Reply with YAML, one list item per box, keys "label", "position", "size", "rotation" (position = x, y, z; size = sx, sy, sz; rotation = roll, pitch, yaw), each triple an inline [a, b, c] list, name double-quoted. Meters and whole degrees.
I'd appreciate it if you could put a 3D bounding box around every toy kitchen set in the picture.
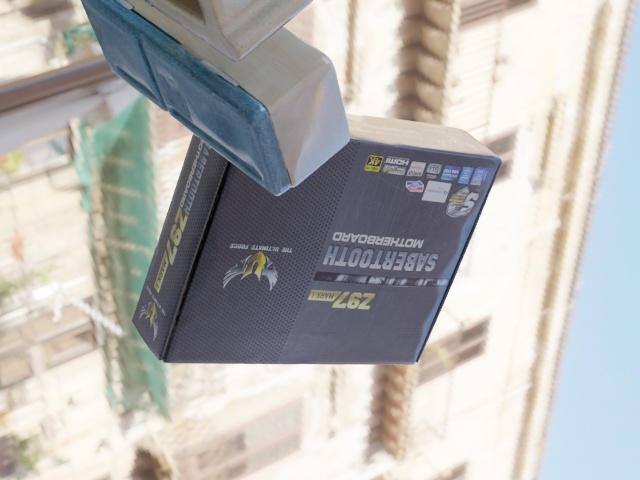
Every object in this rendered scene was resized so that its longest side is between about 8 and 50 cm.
- label: "toy kitchen set"
  position: [-0.102, -0.082, 0.465]
  size: [0.122, 0.166, 0.207]
  rotation: [39, -20, 31]

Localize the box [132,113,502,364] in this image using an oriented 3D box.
- label: "box"
  position: [0.000, 0.000, 0.929]
  size: [0.059, 0.233, 0.183]
  rotation: [47, -57, 47]
